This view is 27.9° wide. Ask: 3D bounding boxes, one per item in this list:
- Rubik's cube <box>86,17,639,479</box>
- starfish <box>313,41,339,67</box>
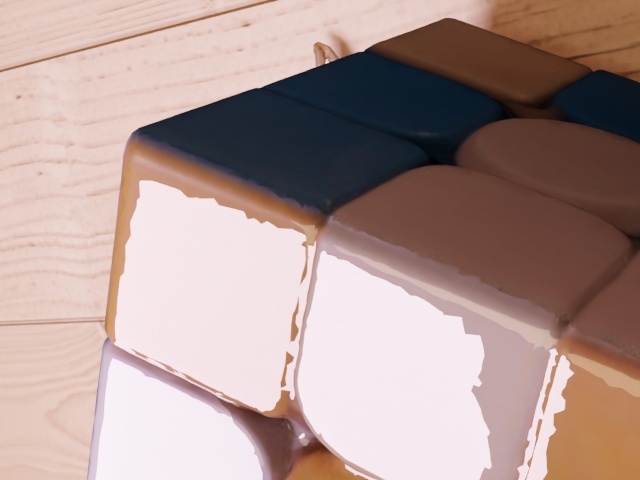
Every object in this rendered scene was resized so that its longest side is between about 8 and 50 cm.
[{"bbox_3d":[0.106,0.106,0.719,0.347,0.346,0.344,24,118,23],"label":"Rubik's cube"},{"bbox_3d":[-0.004,0.002,0.992,0.231,0.048,0.295,-7,103,41],"label":"starfish"}]
